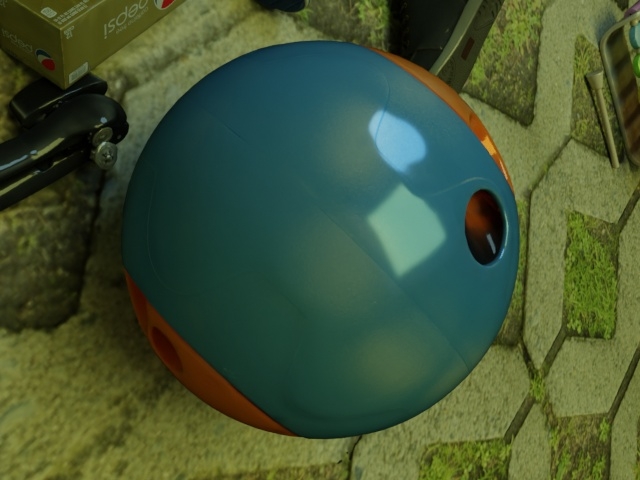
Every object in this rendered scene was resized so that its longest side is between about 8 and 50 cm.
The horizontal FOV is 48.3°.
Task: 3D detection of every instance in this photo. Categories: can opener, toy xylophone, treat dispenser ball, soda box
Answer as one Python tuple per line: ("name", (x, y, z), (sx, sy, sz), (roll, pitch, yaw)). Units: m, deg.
("can opener", (-0.210, -0.053, 0.496), (0.186, 0.073, 0.059), (-46, 157, -34))
("toy xylophone", (0.582, -0.262, 1.298), (0.236, 0.081, 0.323), (-49, 120, -36))
("treat dispenser ball", (0.000, 0.000, 0.532), (0.288, 0.288, 0.288), (5, 84, -46))
("soda box", (-0.153, -0.194, 0.536), (0.061, 0.058, 0.181), (33, 54, 7))

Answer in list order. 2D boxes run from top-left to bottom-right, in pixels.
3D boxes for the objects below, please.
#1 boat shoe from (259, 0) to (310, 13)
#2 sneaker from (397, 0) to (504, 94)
("boat shoe", (-0.063, -0.292, 0.647), (0.183, 0.066, 0.066), (46, 55, -33))
("sneaker", (0.119, -0.235, 0.834), (0.222, 0.118, 0.083), (-60, 153, 5))
